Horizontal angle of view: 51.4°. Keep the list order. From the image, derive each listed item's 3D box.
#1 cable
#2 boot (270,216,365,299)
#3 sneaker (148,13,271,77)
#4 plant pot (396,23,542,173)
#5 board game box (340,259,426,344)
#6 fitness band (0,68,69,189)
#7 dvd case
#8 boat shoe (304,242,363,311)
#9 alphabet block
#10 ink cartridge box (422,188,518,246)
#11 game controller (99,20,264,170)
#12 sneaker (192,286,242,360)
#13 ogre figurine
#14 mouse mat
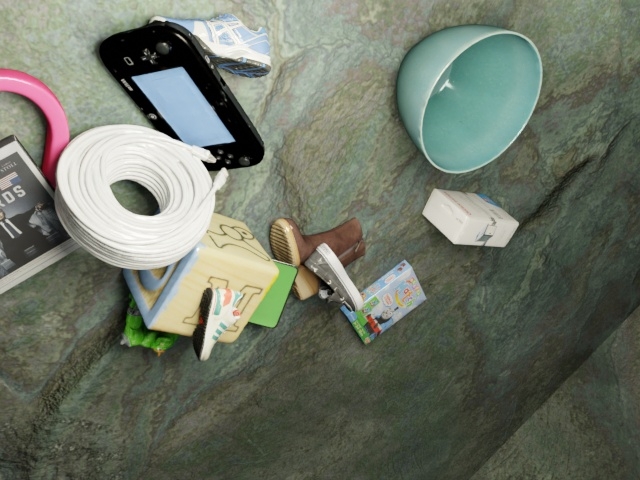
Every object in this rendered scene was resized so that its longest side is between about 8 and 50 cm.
[{"bbox_3d":[-0.303,-0.077,1.094,0.257,0.257,0.089,27,140,-16],"label":"cable"},{"bbox_3d":[0.000,0.000,1.501,0.207,0.090,0.248,-37,137,-22],"label":"boot"},{"bbox_3d":[-0.181,-0.335,1.104,0.211,0.080,0.081,10,78,-30],"label":"sneaker"},{"bbox_3d":[0.265,-0.307,1.336,0.290,0.195,0.290,-19,132,-22],"label":"plant pot"},{"bbox_3d":[0.171,0.167,1.765,0.212,0.039,0.160,-37,136,-5],"label":"board game box"},{"bbox_3d":[-0.509,-0.129,1.041,0.209,0.054,0.290,0,124,-35],"label":"fitness band"},{"bbox_3d":[-0.506,-0.035,1.066,0.179,0.029,0.238,-32,140,-12],"label":"dvd case"},{"bbox_3d":[0.027,0.100,1.471,0.076,0.080,0.228,-38,140,-8],"label":"boat shoe"},{"bbox_3d":[-0.234,0.060,1.288,0.197,0.192,0.193,20,112,-42],"label":"alphabet block"},{"bbox_3d":[0.373,-0.056,1.655,0.191,0.139,0.082,2,124,-35],"label":"ink cartridge box"},{"bbox_3d":[-0.221,-0.226,1.109,0.167,0.067,0.319,-12,142,19],"label":"game controller"},{"bbox_3d":[-0.185,0.156,1.219,0.076,0.057,0.161,1,120,-28],"label":"sneaker"},{"bbox_3d":[-0.335,0.169,1.376,0.118,0.097,0.197,-61,168,5],"label":"ogre figurine"},{"bbox_3d":[-0.144,0.109,1.458,0.153,0.007,0.189,17,124,-8],"label":"mouse mat"}]
